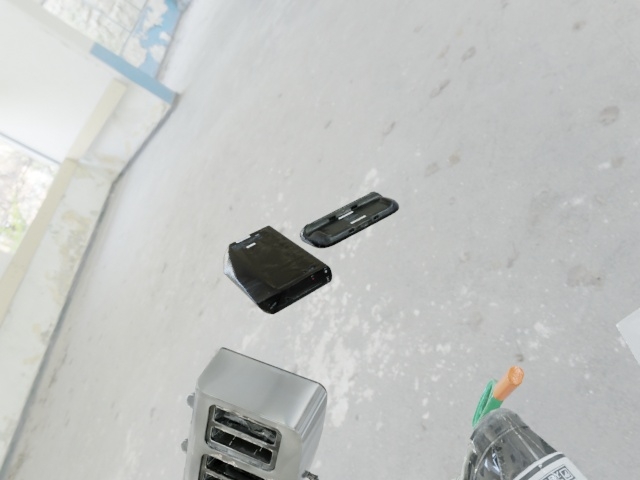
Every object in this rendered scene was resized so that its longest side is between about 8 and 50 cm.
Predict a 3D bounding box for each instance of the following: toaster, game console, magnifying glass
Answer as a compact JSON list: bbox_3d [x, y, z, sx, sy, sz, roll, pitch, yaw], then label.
[{"bbox_3d":[-0.082,0.254,0.665,0.110,0.185,0.168,-46,-29,-65],"label":"toaster"},{"bbox_3d":[0.000,0.000,0.973,0.361,0.044,0.213,-28,35,-22],"label":"game console"},{"bbox_3d":[0.280,0.248,0.820,0.092,0.026,0.231,-59,-16,-26],"label":"magnifying glass"}]

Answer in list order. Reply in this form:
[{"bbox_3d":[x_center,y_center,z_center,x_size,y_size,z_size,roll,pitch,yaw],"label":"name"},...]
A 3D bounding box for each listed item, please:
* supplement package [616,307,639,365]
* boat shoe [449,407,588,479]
[{"bbox_3d":[0.456,0.113,0.492,0.194,0.203,0.149,-52,26,34],"label":"supplement package"},{"bbox_3d":[0.179,0.278,0.530,0.113,0.306,0.105,-26,46,-12],"label":"boat shoe"}]
